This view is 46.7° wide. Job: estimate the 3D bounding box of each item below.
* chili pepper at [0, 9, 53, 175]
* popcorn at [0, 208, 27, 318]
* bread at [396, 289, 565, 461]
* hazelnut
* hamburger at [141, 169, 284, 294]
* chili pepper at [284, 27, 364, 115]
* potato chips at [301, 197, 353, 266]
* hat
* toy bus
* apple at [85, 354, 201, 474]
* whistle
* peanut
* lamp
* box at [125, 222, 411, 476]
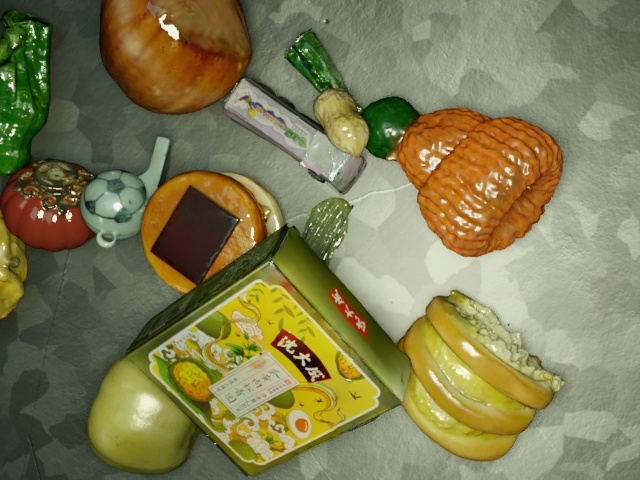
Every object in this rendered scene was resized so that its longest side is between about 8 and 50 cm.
[{"bbox_3d":[-0.702,-0.331,1.699,0.167,0.213,0.385,14,97,-31],"label":"chili pepper"},{"bbox_3d":[-0.849,0.053,1.674,0.381,0.349,0.349,7,90,37],"label":"popcorn"},{"bbox_3d":[0.288,0.271,1.467,0.315,0.211,0.270,44,98,12],"label":"bread"},{"bbox_3d":[-0.317,-0.450,1.569,0.372,0.315,0.372,-8,78,40],"label":"hazelnut"},{"bbox_3d":[-0.218,-0.010,1.563,0.290,0.225,0.291,0,92,11],"label":"hamburger"},{"bbox_3d":[0.022,-0.348,1.610,0.088,0.059,0.227,-42,83,14],"label":"chili pepper"},{"bbox_3d":[0.000,0.000,1.623,0.092,0.028,0.208,24,92,12],"label":"potato chips"},{"bbox_3d":[0.271,-0.163,1.504,0.285,0.285,0.400,-48,54,7],"label":"hat"},{"bbox_3d":[-0.055,-0.225,1.582,0.317,0.138,0.112,35,95,11],"label":"toy bus"},{"bbox_3d":[-0.368,0.369,1.574,0.262,0.262,0.262,0,89,11],"label":"apple"},{"bbox_3d":[-0.424,-0.103,1.585,0.163,0.163,0.290,-1,54,11],"label":"whistle"},{"bbox_3d":[0.038,-0.245,1.498,0.099,0.099,0.214,-27,47,10],"label":"peanut"},{"bbox_3d":[-0.592,-0.075,1.654,0.226,0.227,0.227,0,89,11],"label":"lamp"},{"bbox_3d":[-0.101,0.227,1.422,0.420,0.138,0.373,-33,106,29],"label":"box"}]
